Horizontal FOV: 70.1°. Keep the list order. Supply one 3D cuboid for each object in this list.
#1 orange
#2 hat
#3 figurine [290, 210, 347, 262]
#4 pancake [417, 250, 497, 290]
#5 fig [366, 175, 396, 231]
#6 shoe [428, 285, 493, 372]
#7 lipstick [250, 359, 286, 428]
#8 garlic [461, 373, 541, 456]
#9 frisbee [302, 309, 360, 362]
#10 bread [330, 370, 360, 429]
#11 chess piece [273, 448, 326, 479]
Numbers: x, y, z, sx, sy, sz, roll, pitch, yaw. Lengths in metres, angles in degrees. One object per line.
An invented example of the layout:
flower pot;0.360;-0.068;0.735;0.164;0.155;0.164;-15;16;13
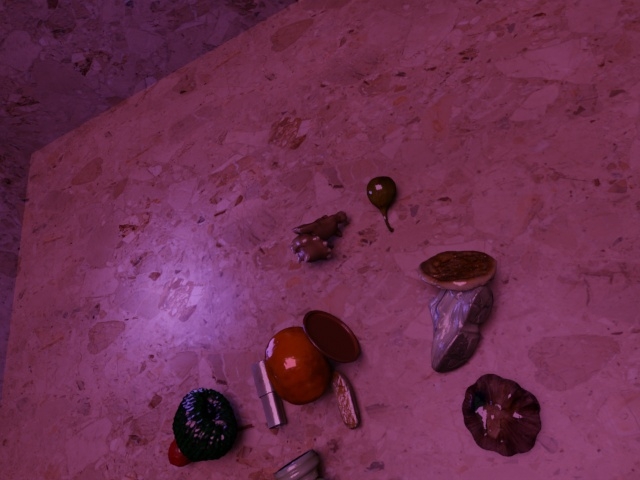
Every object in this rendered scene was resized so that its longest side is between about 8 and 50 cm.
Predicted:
orange;-0.082;0.457;1.684;0.225;0.284;0.284;-22;60;-2
hat;-0.484;0.779;1.814;0.332;0.242;0.274;-59;31;22
figurine;-0.005;0.002;1.905;0.177;0.247;0.173;-12;100;47
pancake;0.475;0.096;1.587;0.282;0.049;0.282;-12;21;5
fig;0.265;-0.148;1.879;0.124;0.124;0.237;-14;88;21
shoe;0.449;0.279;1.590;0.210;0.132;0.342;40;112;59
lipstick;-0.201;0.605;1.800;0.077;0.079;0.253;-29;61;12
garlic;0.554;0.534;1.408;0.244;0.160;0.245;-10;65;22
frisbee;0.040;0.354;1.693;0.021;0.250;0.251;-54;55;24
bread;0.094;0.584;1.678;0.073;0.053;0.214;-29;62;18
chess piece;-0.023;0.896;1.569;0.175;0.175;0.298;-36;71;9
